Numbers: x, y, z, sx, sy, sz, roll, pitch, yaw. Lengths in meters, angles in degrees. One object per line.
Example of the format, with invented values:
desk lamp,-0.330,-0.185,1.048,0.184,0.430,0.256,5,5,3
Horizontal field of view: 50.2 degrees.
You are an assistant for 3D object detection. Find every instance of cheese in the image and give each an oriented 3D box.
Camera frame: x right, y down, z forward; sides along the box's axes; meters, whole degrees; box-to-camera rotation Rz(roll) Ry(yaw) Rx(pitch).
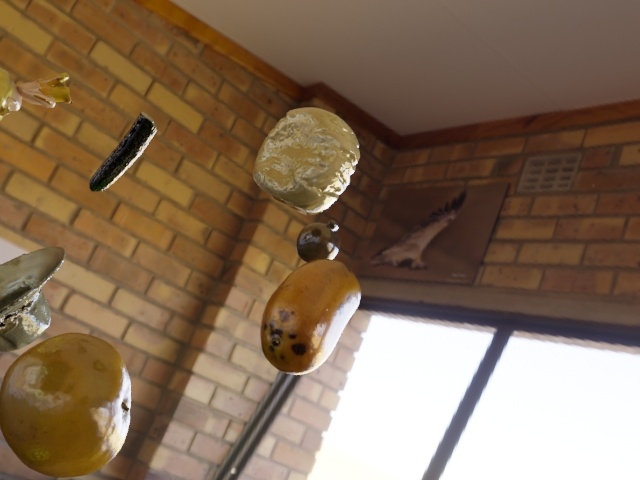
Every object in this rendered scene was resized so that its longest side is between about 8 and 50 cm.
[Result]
cheese,-0.031,-0.169,1.403,0.226,0.214,0.117,35,5,35

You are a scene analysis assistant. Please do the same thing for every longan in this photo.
longan,0.000,0.000,1.559,0.106,0.119,0.106,35,18,-13

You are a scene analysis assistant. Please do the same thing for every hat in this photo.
hat,-0.504,0.121,1.109,0.252,0.252,0.110,4,-53,48

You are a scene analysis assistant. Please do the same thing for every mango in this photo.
mango,-0.009,0.086,0.845,0.090,0.178,0.115,13,-47,32

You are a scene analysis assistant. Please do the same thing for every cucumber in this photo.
cucumber,-0.433,-0.185,1.493,0.052,0.215,0.058,46,12,21

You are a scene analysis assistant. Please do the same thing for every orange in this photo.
orange,-0.491,0.316,1.327,0.235,0.279,0.279,2,-14,-8

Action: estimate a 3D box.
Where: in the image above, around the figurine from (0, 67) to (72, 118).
figurine,-0.652,-0.307,1.419,0.246,0.131,0.156,-13,37,-33
